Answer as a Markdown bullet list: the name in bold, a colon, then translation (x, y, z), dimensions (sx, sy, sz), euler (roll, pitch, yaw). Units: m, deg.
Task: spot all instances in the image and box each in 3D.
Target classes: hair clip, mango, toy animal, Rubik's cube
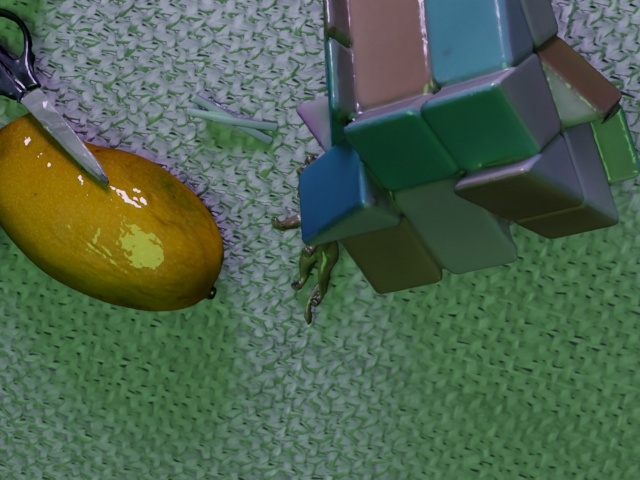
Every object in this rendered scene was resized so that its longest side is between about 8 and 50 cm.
- **hair clip**: translation (-0.110, -0.156, 1.753), dimensions (0.115, 0.039, 0.030), euler (22, 115, -9)
- **mango**: translation (-0.282, -0.030, 1.750), dimensions (0.359, 0.144, 0.187), euler (25, 88, 9)
- **toy animal**: translation (-0.013, 0.006, 1.752), dimensions (0.069, 0.086, 0.219), euler (24, 117, 43)
- **Rubik's cube**: translation (0.143, -0.154, 1.555), dimensions (0.358, 0.368, 0.387), euler (-15, 103, 29)

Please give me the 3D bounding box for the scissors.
- **scissors**: translation (-0.349, -0.171, 1.721), dimensions (0.109, 0.022, 0.300), euler (-43, 72, 0)
